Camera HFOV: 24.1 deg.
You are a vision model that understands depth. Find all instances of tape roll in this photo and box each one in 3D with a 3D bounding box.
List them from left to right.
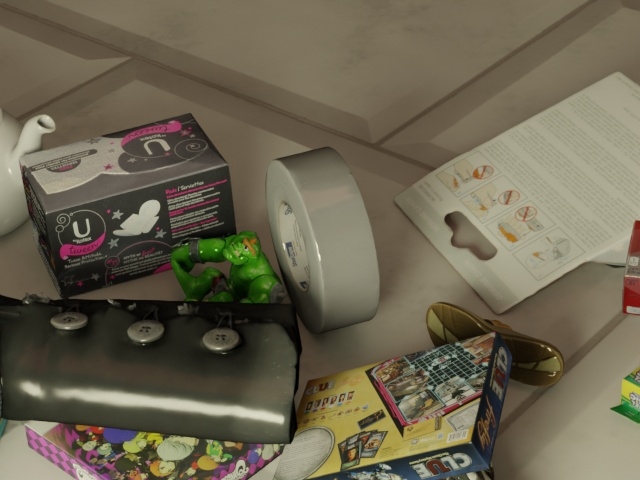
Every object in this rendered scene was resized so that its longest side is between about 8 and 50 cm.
[{"bbox_3d":[0.000,0.000,1.815,0.072,0.219,0.219,-15,36,-14],"label":"tape roll"}]

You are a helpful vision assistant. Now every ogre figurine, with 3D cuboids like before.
[{"bbox_3d":[-0.114,0.051,1.870,0.118,0.097,0.197,-26,21,-2],"label":"ogre figurine"}]

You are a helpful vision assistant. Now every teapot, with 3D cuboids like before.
[{"bbox_3d":[-0.510,-0.121,2.063,0.256,0.187,0.252,-19,36,-19],"label":"teapot"}]

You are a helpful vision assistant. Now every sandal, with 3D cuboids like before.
[{"bbox_3d":[0.206,0.121,1.759,0.180,0.072,0.049,18,24,26],"label":"sandal"}]

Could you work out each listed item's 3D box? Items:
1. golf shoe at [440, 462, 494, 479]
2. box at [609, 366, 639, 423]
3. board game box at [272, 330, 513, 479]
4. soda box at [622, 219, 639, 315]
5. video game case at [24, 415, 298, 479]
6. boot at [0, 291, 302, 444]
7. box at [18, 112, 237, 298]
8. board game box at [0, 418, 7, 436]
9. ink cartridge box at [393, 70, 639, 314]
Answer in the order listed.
[{"bbox_3d":[0.158,0.244,1.572,0.094,0.077,0.198,-23,40,-27],"label":"golf shoe"},{"bbox_3d":[0.420,0.164,1.697,0.179,0.043,0.105,-31,42,-32],"label":"box"},{"bbox_3d":[0.076,0.191,1.580,0.243,0.042,0.165,-17,32,30],"label":"board game box"},{"bbox_3d":[0.501,0.049,1.803,0.263,0.083,0.092,9,54,16],"label":"soda box"},{"bbox_3d":[-0.176,0.213,1.673,0.232,0.042,0.210,26,44,36],"label":"video game case"},{"bbox_3d":[-0.243,0.175,1.558,0.445,0.146,0.367,9,36,-4],"label":"boot"},{"bbox_3d":[-0.254,-0.052,1.982,0.247,0.142,0.163,-15,36,-17],"label":"box"},{"bbox_3d":[-0.538,0.245,1.625,0.336,0.079,0.254,1,34,6],"label":"board game box"},{"bbox_3d":[0.335,-0.050,2.014,0.385,0.091,0.308,-30,40,-8],"label":"ink cartridge box"}]
